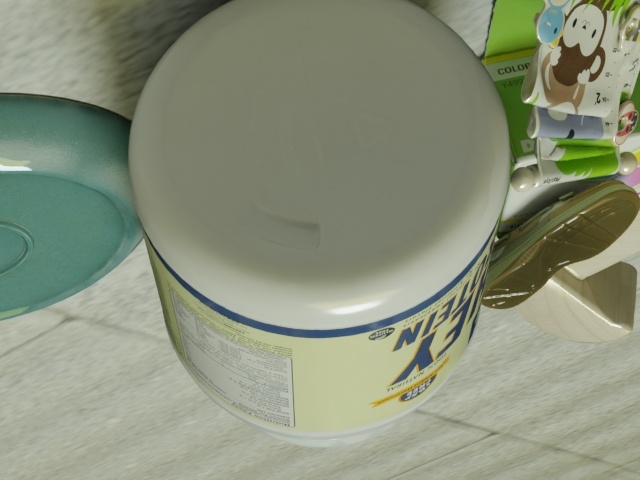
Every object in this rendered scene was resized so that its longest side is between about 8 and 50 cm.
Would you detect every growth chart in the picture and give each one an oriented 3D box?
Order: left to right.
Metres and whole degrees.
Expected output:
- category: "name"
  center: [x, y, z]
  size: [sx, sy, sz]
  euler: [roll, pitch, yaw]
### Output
- category: "growth chart"
  center: [0.178, -0.137, 0.993]
  size: [0.172, 0.021, 0.237]
  euler: [-17, 128, -47]

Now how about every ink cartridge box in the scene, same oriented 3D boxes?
- category: "ink cartridge box"
  center: [0.214, -0.112, 1.148]
  size: [0.188, 0.097, 0.255]
  euler: [-12, 156, -6]

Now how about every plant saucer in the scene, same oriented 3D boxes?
- category: "plant saucer"
  center: [-0.264, -0.005, 1.171]
  size: [0.317, 0.044, 0.317]
  euler: [-13, 155, -6]

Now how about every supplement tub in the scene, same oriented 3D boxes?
- category: "supplement tub"
  center: [0.000, 0.000, 1.098]
  size: [0.235, 0.235, 0.325]
  euler: [-13, 156, -5]

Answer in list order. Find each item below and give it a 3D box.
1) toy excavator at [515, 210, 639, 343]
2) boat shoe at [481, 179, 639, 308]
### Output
- category: "toy excavator"
  center: [0.418, -0.037, 1.306]
  size: [0.445, 0.222, 0.433]
  euler: [18, 138, -2]
- category: "boat shoe"
  center: [0.172, -0.005, 1.196]
  size: [0.056, 0.048, 0.153]
  euler: [19, 135, -33]
